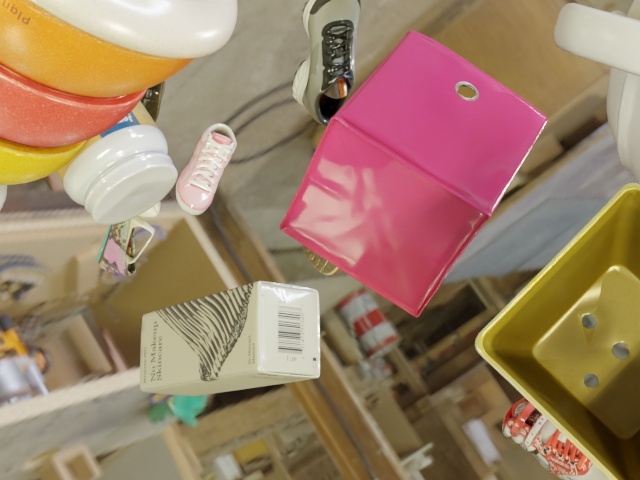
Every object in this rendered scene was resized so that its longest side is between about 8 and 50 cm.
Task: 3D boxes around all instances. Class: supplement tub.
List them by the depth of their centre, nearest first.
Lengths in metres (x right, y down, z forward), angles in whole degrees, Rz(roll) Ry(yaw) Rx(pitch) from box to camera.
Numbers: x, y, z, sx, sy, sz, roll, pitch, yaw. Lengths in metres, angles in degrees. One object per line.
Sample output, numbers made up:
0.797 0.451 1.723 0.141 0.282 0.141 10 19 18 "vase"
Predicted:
-0.287 -0.135 1.297 0.144 0.199 0.144 -32 164 -11 "supplement tub"

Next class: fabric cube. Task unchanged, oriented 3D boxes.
0.135 -0.101 1.484 0.258 0.254 0.259 -52 174 -42 "fabric cube"

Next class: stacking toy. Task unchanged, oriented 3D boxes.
-0.351 -0.186 1.123 0.480 0.350 0.351 -48 160 29 "stacking toy"

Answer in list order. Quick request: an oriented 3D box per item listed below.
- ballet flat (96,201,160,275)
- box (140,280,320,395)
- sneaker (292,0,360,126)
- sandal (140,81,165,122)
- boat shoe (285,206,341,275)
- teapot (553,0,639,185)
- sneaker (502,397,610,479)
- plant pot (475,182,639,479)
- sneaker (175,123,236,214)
-0.293 -0.035 1.564 0.077 0.079 0.221 -72 -179 -56 "ballet flat"
-0.119 0.129 1.264 0.094 0.113 0.275 11 161 -38 "box"
0.024 -0.308 1.674 0.100 0.108 0.271 -13 141 -21 "sneaker"
-0.300 -0.256 1.714 0.049 0.072 0.180 -92 -158 -70 "sandal"
0.000 0.000 1.803 0.064 0.178 0.060 -40 138 9 "boat shoe"
0.248 -0.098 0.578 0.252 0.187 0.256 -56 151 -24 "teapot"
0.353 0.300 1.472 0.090 0.145 0.270 -52 -175 -5 "sneaker"
0.299 0.103 0.979 0.212 0.212 0.187 -46 167 2 "plant pot"
-0.146 -0.099 1.302 0.070 0.051 0.134 -54 -165 46 "sneaker"
